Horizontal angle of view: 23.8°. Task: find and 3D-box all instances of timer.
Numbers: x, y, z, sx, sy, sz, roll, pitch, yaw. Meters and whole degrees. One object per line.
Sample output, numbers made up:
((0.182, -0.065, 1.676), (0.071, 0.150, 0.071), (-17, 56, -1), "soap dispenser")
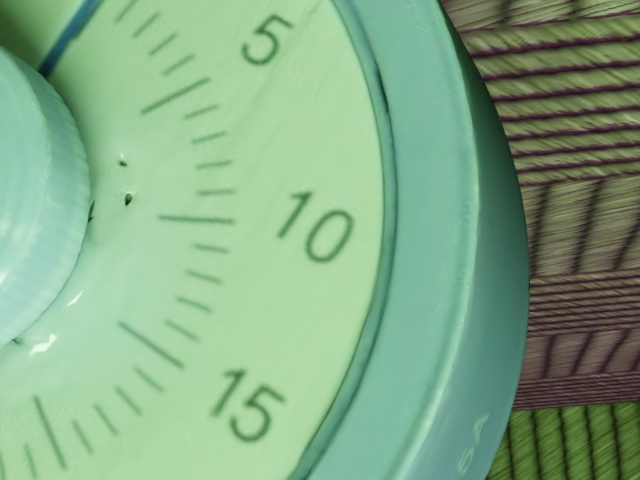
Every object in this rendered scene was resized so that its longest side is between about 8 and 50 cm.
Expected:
((-0.107, -0.013, 0.534), (0.395, 0.395, 0.173), (-8, 163, 15), "timer")
